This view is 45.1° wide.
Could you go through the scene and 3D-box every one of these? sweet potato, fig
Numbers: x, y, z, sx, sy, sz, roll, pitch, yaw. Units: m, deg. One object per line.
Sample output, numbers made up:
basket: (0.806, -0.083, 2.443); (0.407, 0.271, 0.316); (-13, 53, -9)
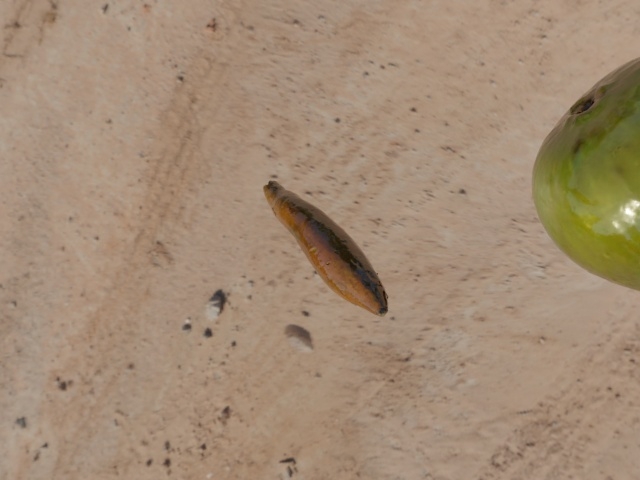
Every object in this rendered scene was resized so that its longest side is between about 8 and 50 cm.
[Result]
sweet potato: (0.001, -0.001, 0.864); (0.057, 0.057, 0.264); (-51, 48, 13)
fig: (0.430, -0.065, 0.952); (0.316, 0.316, 0.316); (-1, 88, 22)
